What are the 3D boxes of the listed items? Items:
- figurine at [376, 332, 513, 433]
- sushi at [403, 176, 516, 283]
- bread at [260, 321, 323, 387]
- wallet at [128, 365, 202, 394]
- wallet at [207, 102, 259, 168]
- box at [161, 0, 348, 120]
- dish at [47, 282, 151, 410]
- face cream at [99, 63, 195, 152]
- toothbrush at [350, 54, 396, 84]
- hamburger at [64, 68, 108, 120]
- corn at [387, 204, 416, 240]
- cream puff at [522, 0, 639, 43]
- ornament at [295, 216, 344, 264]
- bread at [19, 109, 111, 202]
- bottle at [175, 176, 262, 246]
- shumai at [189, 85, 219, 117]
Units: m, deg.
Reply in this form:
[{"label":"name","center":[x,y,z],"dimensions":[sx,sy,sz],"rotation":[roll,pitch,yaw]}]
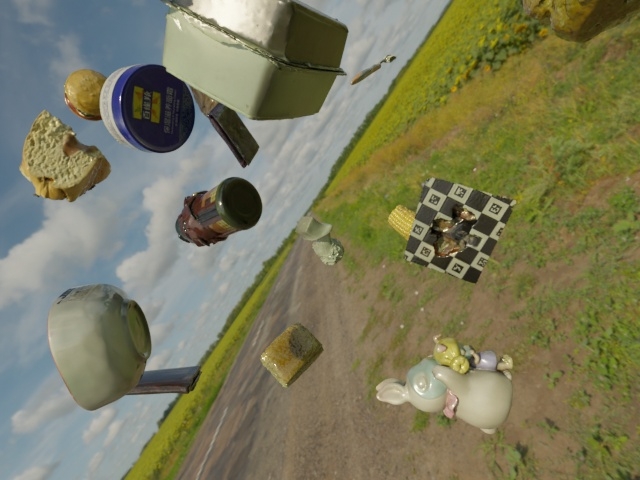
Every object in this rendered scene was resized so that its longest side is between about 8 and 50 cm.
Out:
[{"label":"figurine","center":[0.234,0.268,0.776],"dimensions":[0.127,0.235,0.156],"rotation":[-53,-26,-76]},{"label":"sushi","center":[0.303,-0.026,0.909],"dimensions":[0.040,0.192,0.210],"rotation":[-44,-30,-62]},{"label":"bread","center":[-0.093,0.379,1.355],"dimensions":[0.196,0.138,0.102],"rotation":[-39,-19,-24]},{"label":"wallet","center":[-0.527,0.470,1.340],"dimensions":[0.182,0.228,0.049],"rotation":[-134,42,-85]},{"label":"wallet","center":[-0.230,-0.288,1.079],"dimensions":[0.030,0.166,0.111],"rotation":[-17,35,25]},{"label":"box","center":[-0.088,-0.309,0.644],"dimensions":[0.166,0.220,0.290],"rotation":[-63,-10,28]},{"label":"dish","center":[-0.428,0.200,0.824],"dimensions":[0.117,0.257,0.256],"rotation":[-16,-4,-10]},{"label":"face cream","center":[-0.423,-0.321,0.987],"dimensions":[0.205,0.111,0.206],"rotation":[-24,-61,-53]},{"label":"toothbrush","center":[0.195,-0.636,1.492],"dimensions":[0.375,0.037,0.028],"rotation":[-47,-34,-42]},{"label":"hamburger","center":[-0.759,-0.480,1.331],"dimensions":[0.115,0.162,0.162],"rotation":[-14,36,51]},{"label":"corn","center":[0.320,-0.030,1.308],"dimensions":[0.093,0.093,0.244],"rotation":[-55,45,7]},{"label":"cream puff","center":[0.446,-0.429,0.618],"dimensions":[0.244,0.196,0.244],"rotation":[-44,-18,-19]},{"label":"ornament","center":[0.011,-0.004,1.694],"dimensions":[0.121,0.130,0.285],"rotation":[-56,-40,-21]},{"label":"bread","center":[-0.735,-0.196,1.143],"dimensions":[0.224,0.183,0.211],"rotation":[-35,32,64]},{"label":"bottle","center":[-0.282,-0.070,1.036],"dimensions":[0.271,0.143,0.156],"rotation":[-16,54,40]},{"label":"shumai","center":[-0.297,-0.591,1.414],"dimensions":[0.346,0.216,0.283],"rotation":[-61,-7,27]}]
